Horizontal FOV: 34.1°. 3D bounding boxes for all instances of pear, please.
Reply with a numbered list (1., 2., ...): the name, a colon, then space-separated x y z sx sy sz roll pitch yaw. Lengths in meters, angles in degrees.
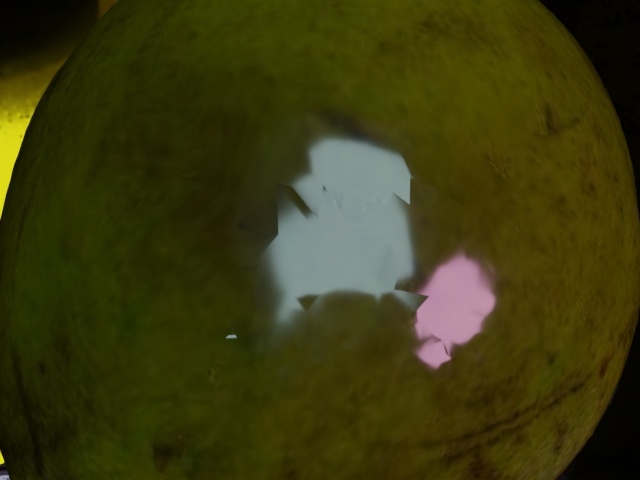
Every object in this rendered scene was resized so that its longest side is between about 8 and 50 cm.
1. pear: 0.000 0.000 0.580 0.351 0.352 0.414 24 64 -6

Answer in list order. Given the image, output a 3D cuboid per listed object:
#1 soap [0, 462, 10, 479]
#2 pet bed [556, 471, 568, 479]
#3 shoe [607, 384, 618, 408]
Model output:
1. soap: -0.197 0.240 0.634 0.122 0.065 0.203 -4 81 -13
2. pet bed: 0.083 0.198 0.705 0.201 0.053 0.201 2 81 -11
3. shoe: 0.183 0.055 0.725 0.071 0.099 0.169 9 78 -7
